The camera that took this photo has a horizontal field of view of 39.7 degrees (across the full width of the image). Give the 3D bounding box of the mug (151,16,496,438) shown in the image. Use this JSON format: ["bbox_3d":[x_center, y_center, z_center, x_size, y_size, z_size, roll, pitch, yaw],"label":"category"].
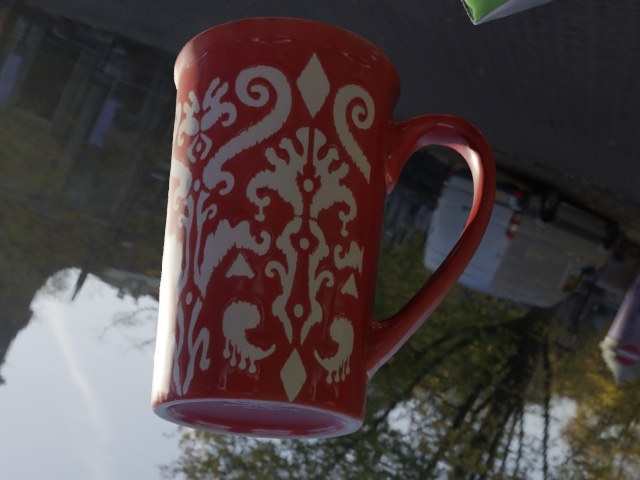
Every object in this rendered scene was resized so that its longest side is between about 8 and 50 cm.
[{"bbox_3d":[-0.007,-0.003,0.402,0.150,0.169,0.113,-10,154,32],"label":"mug"}]

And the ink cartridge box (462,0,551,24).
[{"bbox_3d":[0.202,-0.235,0.635,0.109,0.062,0.209,-25,-179,-40],"label":"ink cartridge box"}]
